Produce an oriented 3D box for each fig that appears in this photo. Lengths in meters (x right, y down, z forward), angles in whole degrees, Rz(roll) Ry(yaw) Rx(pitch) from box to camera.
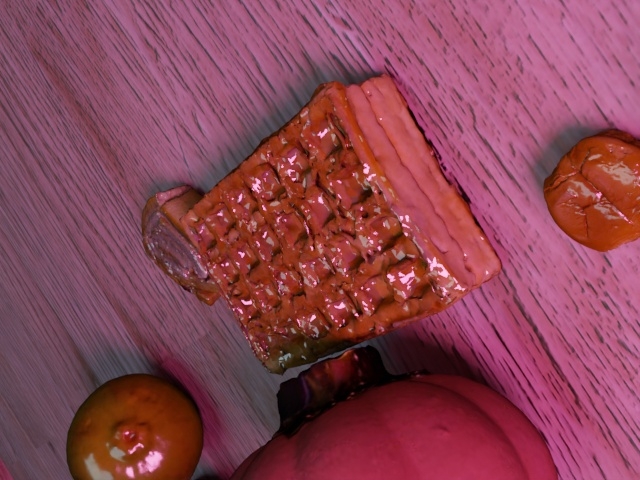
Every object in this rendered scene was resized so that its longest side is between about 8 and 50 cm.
[{"bbox_3d":[-0.295,0.325,1.026,0.207,0.207,0.230,49,138,11],"label":"fig"}]

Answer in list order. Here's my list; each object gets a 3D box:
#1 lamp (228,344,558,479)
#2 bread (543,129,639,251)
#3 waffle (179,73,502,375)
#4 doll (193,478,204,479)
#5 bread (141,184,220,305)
[{"bbox_3d":[0.046,0.220,0.567,0.305,0.306,0.239,-50,57,48],"label":"lamp"},{"bbox_3d":[0.197,-0.035,0.442,0.083,0.046,0.081,-23,99,48],"label":"bread"},{"bbox_3d":[-0.001,0.000,0.625,0.308,0.091,0.212,-31,90,49],"label":"waffle"},{"bbox_3d":[-0.150,0.552,1.015,0.215,0.226,0.370,-46,72,13],"label":"doll"},{"bbox_3d":[-0.160,0.006,0.805,0.156,0.064,0.117,38,136,24],"label":"bread"}]
